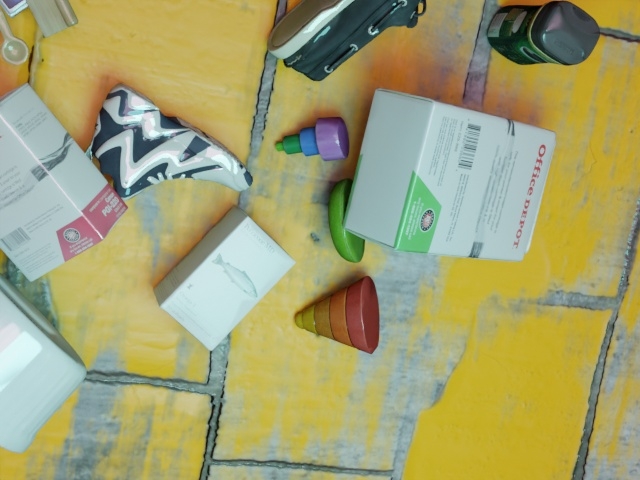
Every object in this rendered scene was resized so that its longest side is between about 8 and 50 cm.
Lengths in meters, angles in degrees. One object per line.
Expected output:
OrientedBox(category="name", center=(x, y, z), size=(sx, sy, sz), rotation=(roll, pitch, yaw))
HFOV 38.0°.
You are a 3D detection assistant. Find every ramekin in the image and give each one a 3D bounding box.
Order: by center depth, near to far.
OrientedBox(category="ramekin", center=(-0.435, 0.132, 1.214), size=(0.135, 0.277, 0.277), rotation=(-44, 109, -11))

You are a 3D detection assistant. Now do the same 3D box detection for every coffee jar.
OrientedBox(category="coffee jar", center=(0.328, -0.305, 1.371), size=(0.096, 0.184, 0.079), rotation=(28, 93, -19))

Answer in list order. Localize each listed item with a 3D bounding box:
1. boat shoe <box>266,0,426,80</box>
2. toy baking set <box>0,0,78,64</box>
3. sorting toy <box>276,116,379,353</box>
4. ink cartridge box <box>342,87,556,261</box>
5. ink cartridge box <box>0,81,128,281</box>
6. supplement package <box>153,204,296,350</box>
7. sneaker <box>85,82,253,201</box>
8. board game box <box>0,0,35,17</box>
OrientedBox(category="boat shoe", center=(0.087, -0.334, 1.293), size=(0.340, 0.127, 0.113), rotation=(-35, 124, 19))
OrientedBox(category="toy baking set", center=(-0.436, -0.336, 1.183), size=(0.256, 0.030, 0.196), rotation=(40, 92, -18))
OrientedBox(category="sorting toy", center=(0.000, 0.000, 1.407), size=(0.126, 0.127, 0.365), rotation=(-7, 102, 17))
OrientedBox(category="ink cartridge box", center=(0.194, -0.088, 1.360), size=(0.289, 0.121, 0.211), rotation=(6, 101, -42))
OrientedBox(category="ink cartridge box", center=(-0.391, -0.076, 1.238), size=(0.159, 0.092, 0.218), rotation=(-26, 112, 29))
OrientedBox(category="supplement package", center=(-0.142, 0.052, 1.359), size=(0.179, 0.105, 0.105), rotation=(-47, 108, -2))
OrientedBox(category="sneaker", center=(-0.225, -0.099, 1.315), size=(0.235, 0.094, 0.153), rotation=(31, 98, -24))
OrientedBox(category="board game box", center=(-0.419, -0.471, 1.203), size=(0.193, 0.053, 0.305), rotation=(-36, 108, -5))
